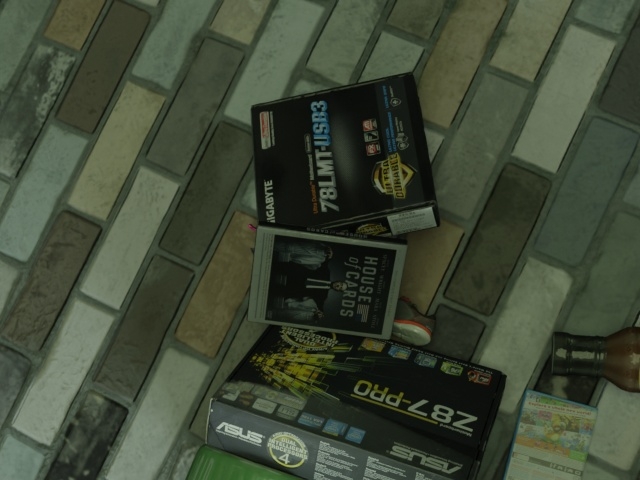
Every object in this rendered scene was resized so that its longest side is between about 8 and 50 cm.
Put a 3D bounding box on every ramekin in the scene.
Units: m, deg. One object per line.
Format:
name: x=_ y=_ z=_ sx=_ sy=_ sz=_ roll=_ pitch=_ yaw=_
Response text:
ramekin: x=-0.080 y=0.423 z=1.596 sx=0.303 sy=0.303 sz=0.148 roll=16 pitch=80 yaw=13

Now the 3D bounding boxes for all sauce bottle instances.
sauce bottle: x=0.536 y=0.191 z=1.619 sx=0.344 sy=0.111 sz=0.112 roll=2 pitch=80 yaw=12

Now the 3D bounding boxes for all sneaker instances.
sneaker: x=0.121 y=0.121 z=1.744 sx=0.157 sy=0.061 sz=0.065 roll=24 pitch=58 yaw=13

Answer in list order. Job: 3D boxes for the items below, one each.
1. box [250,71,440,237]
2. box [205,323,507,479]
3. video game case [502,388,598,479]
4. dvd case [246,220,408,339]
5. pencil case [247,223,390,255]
box: x=0.035 y=-0.128 z=1.732 sx=0.293 sy=0.073 sz=0.296 roll=-10 pitch=55 yaw=7
box: x=0.064 y=0.258 z=1.593 sx=0.394 sy=0.318 sz=0.097 roll=16 pitch=118 yaw=13
video game case: x=0.369 y=0.336 z=1.672 sx=0.119 sy=0.015 sz=0.166 roll=14 pitch=83 yaw=13
dvd case: x=0.008 y=0.065 z=1.657 sx=0.238 sy=0.030 sz=0.179 roll=8 pitch=118 yaw=-1
pencil case: x=0.000 y=0.000 z=1.755 sx=0.236 sy=0.104 sz=0.105 roll=-10 pitch=79 yaw=6
